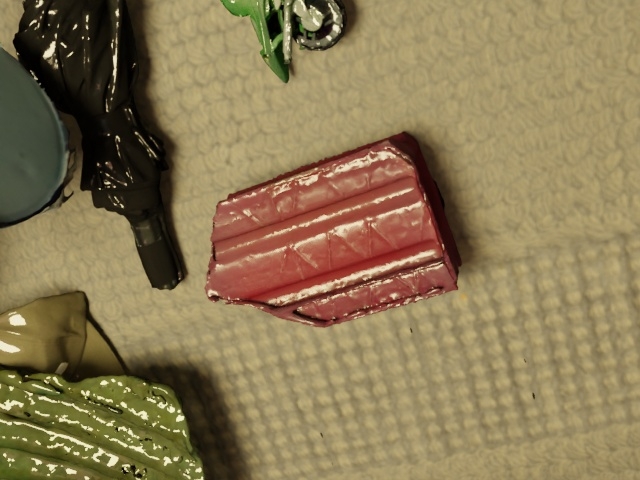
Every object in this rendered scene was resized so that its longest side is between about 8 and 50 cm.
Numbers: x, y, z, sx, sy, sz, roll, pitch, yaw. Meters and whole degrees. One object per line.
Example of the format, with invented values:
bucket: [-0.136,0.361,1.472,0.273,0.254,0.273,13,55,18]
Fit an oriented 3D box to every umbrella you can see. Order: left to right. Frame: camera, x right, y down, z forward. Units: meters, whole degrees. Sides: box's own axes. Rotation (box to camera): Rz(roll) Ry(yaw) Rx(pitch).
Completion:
umbrella: [-0.208,-0.098,0.796,0.118,0.118,0.340,-8,118,13]

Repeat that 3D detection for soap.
soap: [0.000,0.000,0.787,0.250,0.099,0.162,-17,107,15]

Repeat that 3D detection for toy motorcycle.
toy motorcycle: [-0.060,-0.245,0.723,0.106,0.074,0.190,-32,103,29]

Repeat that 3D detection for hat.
hat: [-0.318,0.166,0.900,0.166,0.144,0.173,-33,79,22]

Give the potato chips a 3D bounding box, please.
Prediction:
potato chips: [-0.296,0.304,0.907,0.389,0.097,0.373,-3,126,5]

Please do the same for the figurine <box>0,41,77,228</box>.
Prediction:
figurine: [-0.396,-0.004,0.726,0.388,0.277,0.248,-28,114,30]
